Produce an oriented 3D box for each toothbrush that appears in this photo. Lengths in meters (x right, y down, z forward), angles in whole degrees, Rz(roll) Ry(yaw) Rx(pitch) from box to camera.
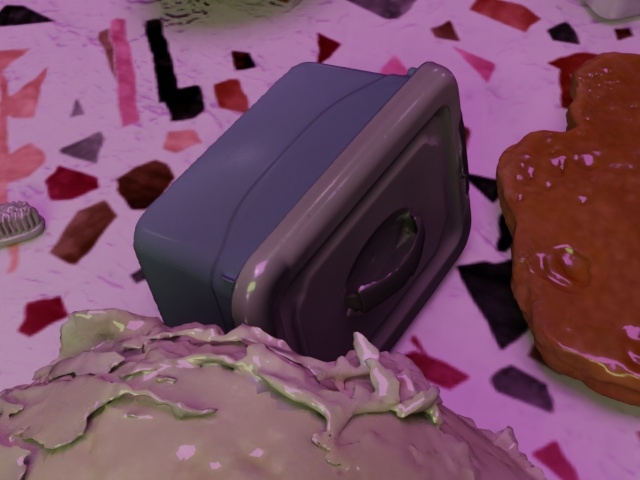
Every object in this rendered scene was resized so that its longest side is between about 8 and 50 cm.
[{"bbox_3d":[-0.346,0.014,0.738,0.307,0.029,0.025,-12,59,-8],"label":"toothbrush"}]

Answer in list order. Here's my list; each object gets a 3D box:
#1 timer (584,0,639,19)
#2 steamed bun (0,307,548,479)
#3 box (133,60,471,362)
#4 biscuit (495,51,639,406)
[{"bbox_3d":[0.290,-0.331,0.895,0.192,0.195,0.194,-16,52,-12],"label":"timer"},{"bbox_3d":[-0.039,0.191,0.457,0.333,0.233,0.312,2,50,5],"label":"steamed bun"},{"bbox_3d":[0.000,0.000,0.663,0.130,0.162,0.227,19,53,29],"label":"box"},{"bbox_3d":[0.256,0.006,0.715,0.269,0.051,0.376,-11,51,-5],"label":"biscuit"}]
